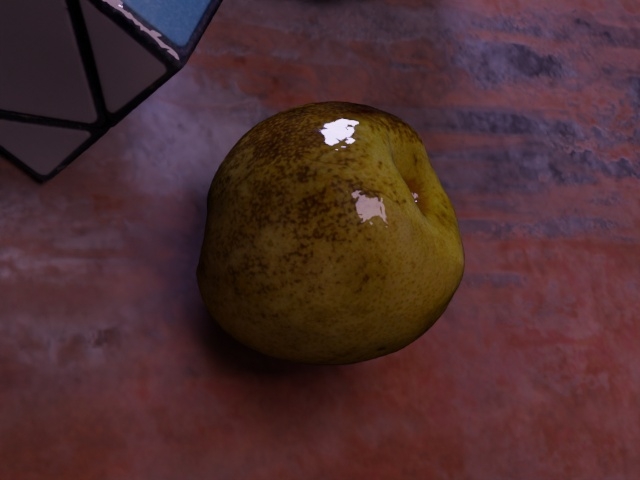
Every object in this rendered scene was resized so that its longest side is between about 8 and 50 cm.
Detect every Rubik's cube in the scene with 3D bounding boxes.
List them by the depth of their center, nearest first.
[{"bbox_3d":[-0.184,-0.204,1.347,0.205,0.207,0.205,38,52,-16],"label":"Rubik's cube"}]

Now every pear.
[{"bbox_3d":[0.000,0.000,1.404,0.197,0.197,0.197,17,59,-30],"label":"pear"}]
